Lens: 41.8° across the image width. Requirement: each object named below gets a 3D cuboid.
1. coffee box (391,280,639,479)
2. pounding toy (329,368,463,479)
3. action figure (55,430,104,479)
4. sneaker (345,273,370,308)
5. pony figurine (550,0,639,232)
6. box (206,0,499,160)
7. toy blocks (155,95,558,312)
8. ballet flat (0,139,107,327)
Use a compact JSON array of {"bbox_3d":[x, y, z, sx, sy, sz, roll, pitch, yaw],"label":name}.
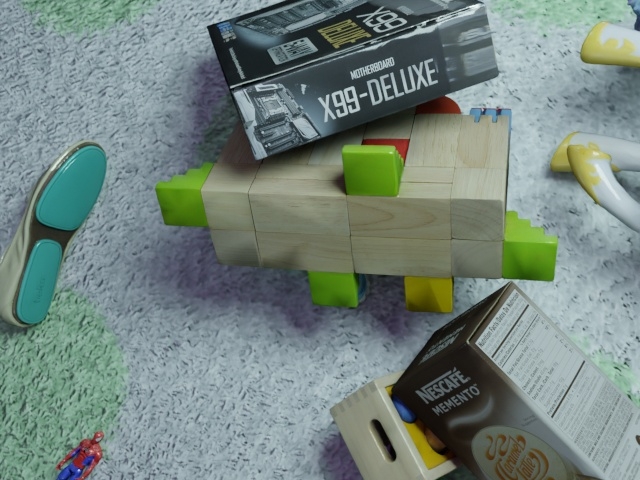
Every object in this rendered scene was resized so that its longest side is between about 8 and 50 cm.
[{"bbox_3d":[0.207,0.177,0.790,0.246,0.141,0.098,45,51,2],"label":"coffee box"},{"bbox_3d":[0.111,0.201,0.859,0.100,0.130,0.141,-41,69,34],"label":"pounding toy"},{"bbox_3d":[-0.292,0.274,0.990,0.038,0.030,0.115,33,84,23],"label":"action figure"},{"bbox_3d":[0.000,0.000,0.960,0.063,0.073,0.162,-37,72,3],"label":"sneaker"},{"bbox_3d":[0.420,-0.112,0.766,0.363,0.302,0.351,41,113,34],"label":"pony figurine"},{"bbox_3d":[0.015,-0.201,0.883,0.242,0.307,0.077,-19,117,-2],"label":"box"},{"bbox_3d":[0.054,-0.086,0.896,0.381,0.191,0.261,2,40,13],"label":"toy blocks"},{"bbox_3d":[-0.349,-0.016,1.049,0.086,0.086,0.249,20,83,17],"label":"ballet flat"}]
